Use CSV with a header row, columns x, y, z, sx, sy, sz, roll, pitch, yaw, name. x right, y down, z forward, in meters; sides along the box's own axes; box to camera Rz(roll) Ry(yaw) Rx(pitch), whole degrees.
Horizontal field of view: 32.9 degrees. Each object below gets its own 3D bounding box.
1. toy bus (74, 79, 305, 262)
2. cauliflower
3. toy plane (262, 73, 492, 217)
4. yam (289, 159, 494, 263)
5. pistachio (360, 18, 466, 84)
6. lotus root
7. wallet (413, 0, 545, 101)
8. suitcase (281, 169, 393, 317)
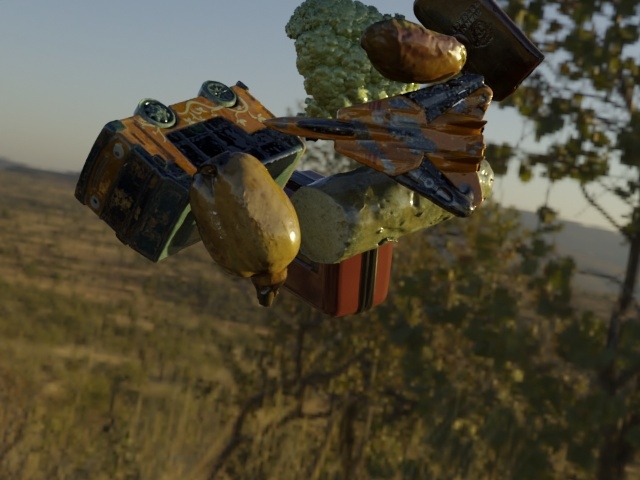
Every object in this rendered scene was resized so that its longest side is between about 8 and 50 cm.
x,y,z,sx,sy,sz,roll,pitch,yaw,name
-0.189,-0.110,1.631,0.194,0.162,0.323,42,35,13,toy bus
0.050,-0.318,1.983,0.272,0.275,0.250,-8,30,-28,cauliflower
0.079,-0.145,1.528,0.316,0.204,0.103,5,-3,5,toy plane
0.119,-0.061,1.664,0.330,0.133,0.133,-16,11,-22,yam
0.130,-0.249,1.498,0.173,0.049,0.089,13,-43,-28,pistachio
-0.095,-0.017,1.441,0.125,0.221,0.118,-12,23,37,lotus root
0.278,-0.372,1.951,0.255,0.137,0.031,52,28,16,wallet
0.000,0.000,2.134,0.161,0.236,0.297,-13,28,-35,suitcase
